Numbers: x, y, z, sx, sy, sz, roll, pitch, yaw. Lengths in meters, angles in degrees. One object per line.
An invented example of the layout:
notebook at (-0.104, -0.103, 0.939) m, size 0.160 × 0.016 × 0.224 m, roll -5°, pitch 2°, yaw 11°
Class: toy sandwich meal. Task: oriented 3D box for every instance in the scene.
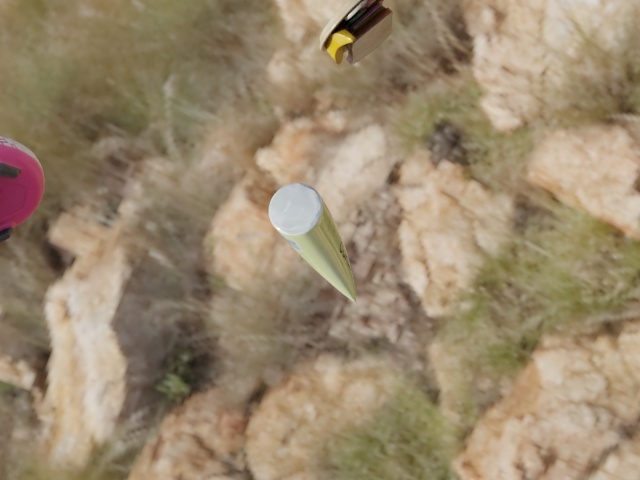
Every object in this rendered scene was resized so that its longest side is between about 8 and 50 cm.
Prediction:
toy sandwich meal at (0.033, -0.168, 1.131) m, size 0.029 × 0.085 × 0.085 m, roll 47°, pitch 113°, yaw 5°

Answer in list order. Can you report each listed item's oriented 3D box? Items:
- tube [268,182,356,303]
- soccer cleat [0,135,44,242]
tube at (0.000, 0.000, 1.669) m, size 0.062 × 0.240 × 0.070 m, roll 14°, pitch 75°, yaw 18°
soccer cleat at (-0.379, -0.047, 1.090) m, size 0.143 × 0.331 × 0.116 m, roll 54°, pitch 145°, yaw 39°
